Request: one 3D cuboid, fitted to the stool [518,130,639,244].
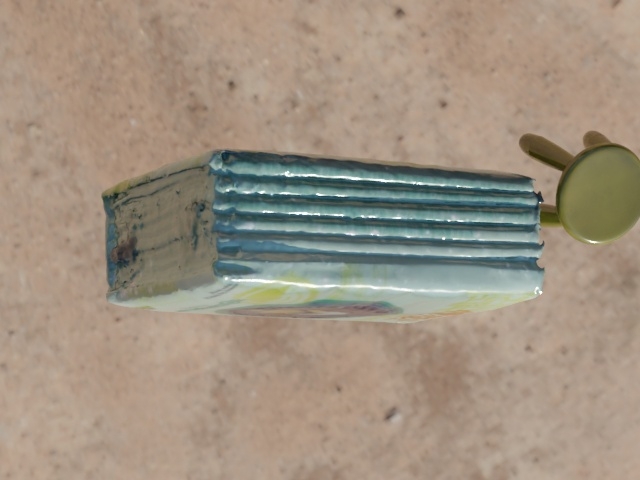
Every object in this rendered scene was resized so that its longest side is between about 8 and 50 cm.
[{"bbox_3d":[0.280,-0.061,1.681,0.134,0.110,0.135,-48,115,-6],"label":"stool"}]

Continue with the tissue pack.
[{"bbox_3d":[0.000,0.000,1.645,0.388,0.287,0.162,3,83,-29],"label":"tissue pack"}]
